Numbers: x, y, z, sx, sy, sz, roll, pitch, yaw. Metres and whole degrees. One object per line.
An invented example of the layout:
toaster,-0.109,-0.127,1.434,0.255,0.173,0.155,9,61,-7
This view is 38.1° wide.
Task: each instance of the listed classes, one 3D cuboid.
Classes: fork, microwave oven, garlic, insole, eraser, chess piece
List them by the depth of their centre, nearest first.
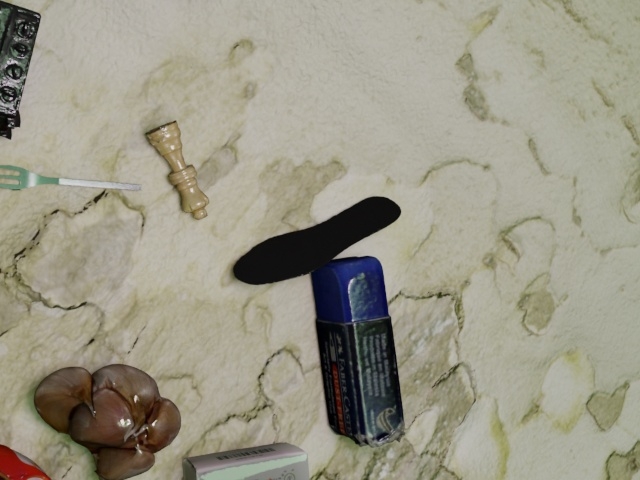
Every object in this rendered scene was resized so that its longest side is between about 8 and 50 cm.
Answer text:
microwave oven,-0.552,-0.271,1.356,0.247,0.188,0.178,14,83,-24
garlic,-0.329,0.269,1.472,0.214,0.191,0.160,52,45,-3
fork,-0.410,-0.093,1.512,0.235,0.021,0.039,4,91,-26
chess piece,-0.235,-0.116,1.575,0.060,0.060,0.172,-28,103,-23
eraser,0.066,0.197,1.652,0.101,0.155,0.332,-9,93,-23
insole,0.000,0.000,1.661,0.348,0.119,0.009,-27,137,-27

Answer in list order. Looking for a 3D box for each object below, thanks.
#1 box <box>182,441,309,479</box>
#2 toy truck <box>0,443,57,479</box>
box,-0.120,0.513,1.586,0.200,0.106,0.299,-4,89,-23
toy truck,-0.446,0.423,1.401,0.239,0.189,0.265,-10,93,-35
